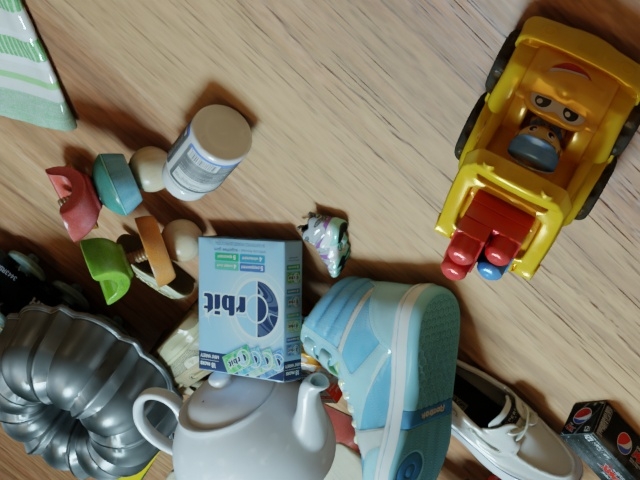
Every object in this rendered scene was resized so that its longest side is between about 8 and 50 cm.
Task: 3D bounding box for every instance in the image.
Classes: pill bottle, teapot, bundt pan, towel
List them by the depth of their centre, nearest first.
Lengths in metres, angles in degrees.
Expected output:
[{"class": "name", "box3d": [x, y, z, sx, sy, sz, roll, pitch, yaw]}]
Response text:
[{"class": "pill bottle", "box3d": [-0.142, -0.103, 1.487, 0.078, 0.078, 0.137, 38, 148, -8]}, {"class": "towel", "box3d": [-0.466, -0.282, 1.568, 0.248, 0.038, 0.325, 15, 144, 25]}, {"class": "teapot", "box3d": [-0.115, 0.264, 1.726, 0.187, 0.256, 0.252, 65, 169, -23]}, {"class": "bundt pan", "box3d": [-0.383, 0.257, 1.898, 0.331, 0.124, 0.331, 15, 138, 14]}]

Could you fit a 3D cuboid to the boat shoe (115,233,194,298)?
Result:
[{"class": "boat shoe", "box3d": [-0.253, 0.044, 1.809, 0.135, 0.050, 0.045, 40, 142, -11]}]

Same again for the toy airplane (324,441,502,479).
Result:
[{"class": "toy airplane", "box3d": [0.202, 0.473, 1.784, 0.384, 0.272, 0.386, -6, 99, 29]}]

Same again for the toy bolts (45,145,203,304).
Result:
[{"class": "toy bolts", "box3d": [-0.266, -0.059, 1.652, 0.228, 0.158, 0.218, 79, 167, -61]}]

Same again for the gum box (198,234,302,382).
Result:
[{"class": "gum box", "box3d": [-0.096, 0.088, 1.634, 0.157, 0.041, 0.184, 4, 96, 38]}]

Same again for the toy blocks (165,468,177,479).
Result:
[{"class": "toy blocks", "box3d": [-0.106, 0.460, 2.048, 0.288, 0.309, 0.260, 33, -177, 22]}]

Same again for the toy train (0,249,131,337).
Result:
[{"class": "toy train", "box3d": [-0.461, 0.138, 2.054, 0.334, 0.142, 0.190, 38, 160, -12]}]

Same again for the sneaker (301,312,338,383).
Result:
[{"class": "sneaker", "box3d": [0.020, 0.147, 1.685, 0.215, 0.083, 0.084, 22, 152, -4]}]

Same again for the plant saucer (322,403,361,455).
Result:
[{"class": "plant saucer", "box3d": [-0.046, 0.330, 2.019, 0.258, 0.048, 0.259, 24, 146, 15]}]

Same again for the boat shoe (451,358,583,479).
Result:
[{"class": "boat shoe", "box3d": [0.237, 0.237, 1.606, 0.267, 0.096, 0.088, 39, 153, 7]}]

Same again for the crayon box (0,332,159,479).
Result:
[{"class": "crayon box", "box3d": [-0.457, 0.305, 2.291, 0.363, 0.106, 0.313, 33, 147, -1]}]

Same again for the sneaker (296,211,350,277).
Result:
[{"class": "sneaker", "box3d": [0.000, 0.000, 1.544, 0.069, 0.038, 0.098, 21, 137, 21]}]

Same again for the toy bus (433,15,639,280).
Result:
[{"class": "toy bus", "box3d": [0.186, -0.063, 1.129, 0.149, 0.211, 0.220, 29, 147, 9]}]

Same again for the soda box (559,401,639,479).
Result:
[{"class": "soda box", "box3d": [0.384, 0.280, 1.564, 0.169, 0.053, 0.060, 47, 146, -20]}]

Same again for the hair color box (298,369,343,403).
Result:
[{"class": "hair color box", "box3d": [-0.041, 0.168, 1.789, 0.093, 0.053, 0.167, -7, 129, 48]}]

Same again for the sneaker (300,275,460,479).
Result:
[{"class": "sneaker", "box3d": [0.060, 0.194, 1.575, 0.208, 0.319, 0.127, 15, -172, 38]}]

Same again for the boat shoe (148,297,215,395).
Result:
[{"class": "boat shoe", "box3d": [-0.220, 0.202, 1.927, 0.110, 0.121, 0.341, 38, 147, -6]}]
